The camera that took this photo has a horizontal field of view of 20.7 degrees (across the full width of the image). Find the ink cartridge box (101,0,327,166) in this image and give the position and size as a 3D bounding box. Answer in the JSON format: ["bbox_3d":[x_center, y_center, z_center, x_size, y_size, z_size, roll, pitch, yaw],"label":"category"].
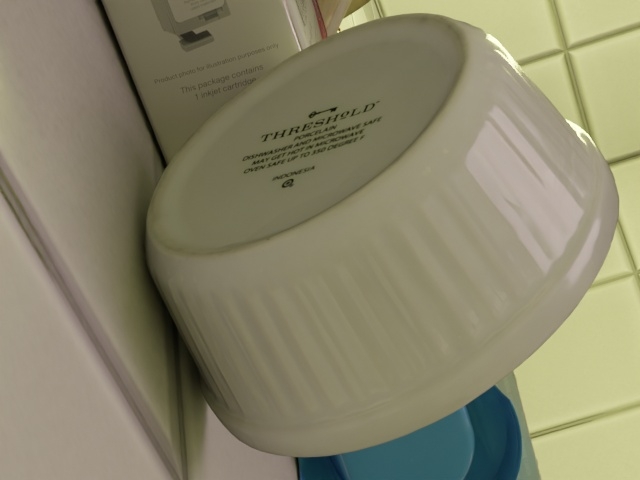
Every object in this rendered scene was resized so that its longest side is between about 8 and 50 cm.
[{"bbox_3d":[-0.086,-0.212,1.159,0.207,0.117,0.283,-92,164,-63],"label":"ink cartridge box"}]

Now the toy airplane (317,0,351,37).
[{"bbox_3d":[0.029,-0.371,1.351,0.272,0.384,0.386,27,34,-52],"label":"toy airplane"}]

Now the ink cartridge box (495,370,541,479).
[{"bbox_3d":[0.101,0.198,1.389,0.045,0.179,0.145,46,20,-28],"label":"ink cartridge box"}]

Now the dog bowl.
[{"bbox_3d":[0.039,0.086,1.282,0.074,0.166,0.297,-121,-169,-72],"label":"dog bowl"}]

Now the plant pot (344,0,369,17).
[{"bbox_3d":[0.039,-0.444,2.301,0.284,0.191,0.284,-21,90,-85],"label":"plant pot"}]

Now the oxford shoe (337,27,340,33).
[{"bbox_3d":[-0.027,-0.193,1.651,0.097,0.098,0.271,30,44,-80],"label":"oxford shoe"}]

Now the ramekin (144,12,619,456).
[{"bbox_3d":[0.022,-0.016,1.002,0.127,0.273,0.273,55,15,-28],"label":"ramekin"}]
